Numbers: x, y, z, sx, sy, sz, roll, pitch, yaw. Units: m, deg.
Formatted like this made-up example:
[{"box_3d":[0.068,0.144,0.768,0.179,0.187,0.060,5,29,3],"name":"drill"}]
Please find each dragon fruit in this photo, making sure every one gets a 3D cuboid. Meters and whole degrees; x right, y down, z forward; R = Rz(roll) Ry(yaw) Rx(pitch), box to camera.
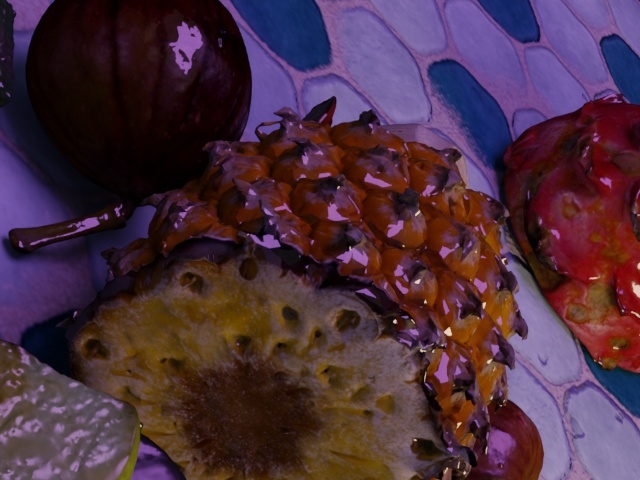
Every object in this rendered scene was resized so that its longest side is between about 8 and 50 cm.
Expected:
[{"box_3d":[0.421,-0.025,2.021,0.386,0.249,0.371,43,39,-17],"name":"dragon fruit"}]

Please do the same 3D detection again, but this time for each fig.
[{"box_3d":[0.110,0.209,1.478,0.202,0.148,0.149,-2,22,-9],"name":"fig"},{"box_3d":[-0.146,-0.097,1.363,0.204,0.186,0.250,43,37,-55],"name":"fig"}]

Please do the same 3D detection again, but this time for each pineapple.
[{"box_3d":[-0.011,0.070,1.263,0.352,0.352,0.300,52,28,-8],"name":"pineapple"}]

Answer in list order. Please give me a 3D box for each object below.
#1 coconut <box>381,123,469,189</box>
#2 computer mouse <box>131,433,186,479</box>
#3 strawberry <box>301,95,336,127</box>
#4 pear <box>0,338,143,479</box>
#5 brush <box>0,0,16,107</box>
[{"box_3d":[0.063,-0.034,1.616,0.161,0.162,0.161,-2,90,-70],"name":"coconut"},{"box_3d":[-0.160,0.253,1.094,0.168,0.087,0.295,1,60,-31],"name":"computer mouse"},{"box_3d":[0.015,-0.002,1.499,0.228,0.174,0.098,59,22,5],"name":"strawberry"},{"box_3d":[-0.283,0.170,0.910,0.286,0.176,0.282,27,43,-4],"name":"pear"},{"box_3d":[-0.276,-0.096,1.308,0.054,0.048,0.282,26,44,-36],"name":"brush"}]
